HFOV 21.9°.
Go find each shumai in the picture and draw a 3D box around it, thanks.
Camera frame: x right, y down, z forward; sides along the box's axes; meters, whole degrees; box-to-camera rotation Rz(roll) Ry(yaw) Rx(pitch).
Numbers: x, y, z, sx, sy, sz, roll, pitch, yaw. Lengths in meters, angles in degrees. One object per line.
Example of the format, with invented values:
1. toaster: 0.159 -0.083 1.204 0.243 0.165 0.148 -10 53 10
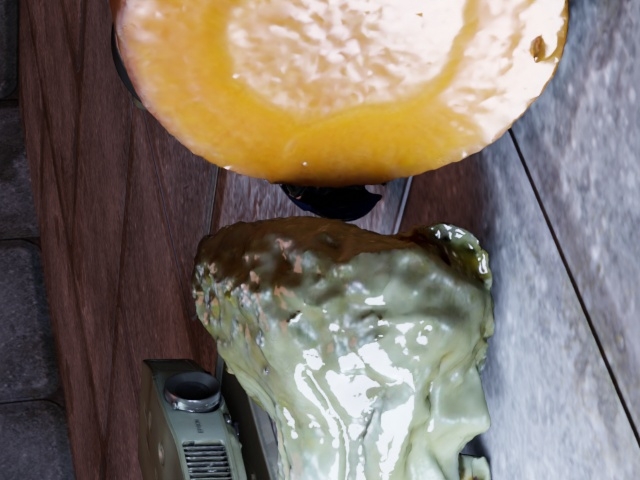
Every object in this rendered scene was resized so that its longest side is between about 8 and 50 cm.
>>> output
1. shumai: 0.014 0.098 1.094 0.256 0.189 0.218 138 128 -78

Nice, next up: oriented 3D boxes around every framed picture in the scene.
1. framed picture: -0.080 0.260 1.822 0.324 0.020 0.240 -110 21 -47

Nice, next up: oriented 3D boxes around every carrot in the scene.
1. carrot: 0.004 -0.136 0.937 0.307 0.258 0.100 116 163 -49

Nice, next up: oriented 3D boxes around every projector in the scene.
1. projector: -0.142 0.241 1.840 0.269 0.088 0.193 -120 31 -58

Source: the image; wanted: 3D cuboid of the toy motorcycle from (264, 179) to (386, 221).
1. toy motorcycle: 0.011 -0.122 1.201 0.169 0.113 0.315 65 149 28

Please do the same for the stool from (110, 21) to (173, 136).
1. stool: -0.111 -0.211 1.603 0.228 0.153 0.139 -53 6 -10

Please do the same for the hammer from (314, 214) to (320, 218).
1. hammer: 0.000 0.000 1.456 0.110 0.019 0.035 99 161 -58
